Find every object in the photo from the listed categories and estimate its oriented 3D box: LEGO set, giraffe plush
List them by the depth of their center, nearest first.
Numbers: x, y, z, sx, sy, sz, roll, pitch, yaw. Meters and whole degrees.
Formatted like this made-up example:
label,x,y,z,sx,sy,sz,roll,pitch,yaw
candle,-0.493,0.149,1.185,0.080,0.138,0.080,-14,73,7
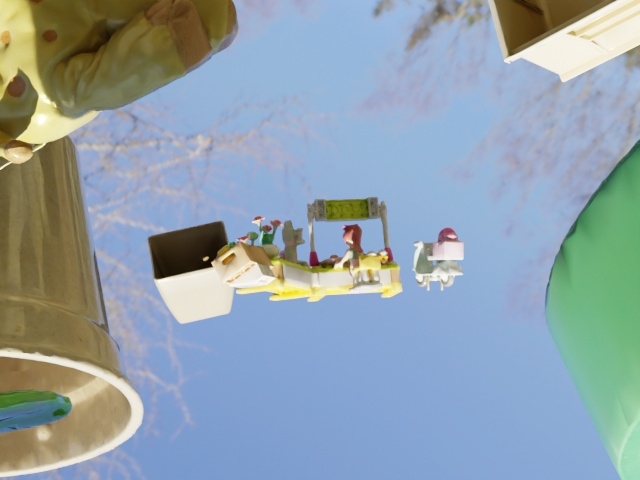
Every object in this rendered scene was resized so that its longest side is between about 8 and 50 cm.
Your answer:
label,x,y,z,sx,sy,sz,roll,pitch,yaw
giraffe plush,-0.180,-0.161,0.741,0.170,0.210,0.181,62,175,-14
LEGO set,0.000,0.000,1.137,0.287,0.132,0.107,2,-102,-34

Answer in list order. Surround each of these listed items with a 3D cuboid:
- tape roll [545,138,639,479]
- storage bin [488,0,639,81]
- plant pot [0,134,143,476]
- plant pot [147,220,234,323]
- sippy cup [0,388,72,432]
label,x,y,z,sx,sy,sz,roll,pitch,yaw
tape roll,0.253,0.000,0.455,0.321,0.321,0.077,11,-132,-40
storage bin,0.303,-0.347,1.202,0.123,0.260,0.262,12,-120,-49
plant pot,-0.351,0.040,1.128,0.334,0.334,0.305,15,-126,-36
plant pot,-0.171,0.051,1.555,0.109,0.096,0.109,-13,-146,-6
sippy cup,-0.104,0.231,0.455,0.240,0.305,0.224,22,-178,12
